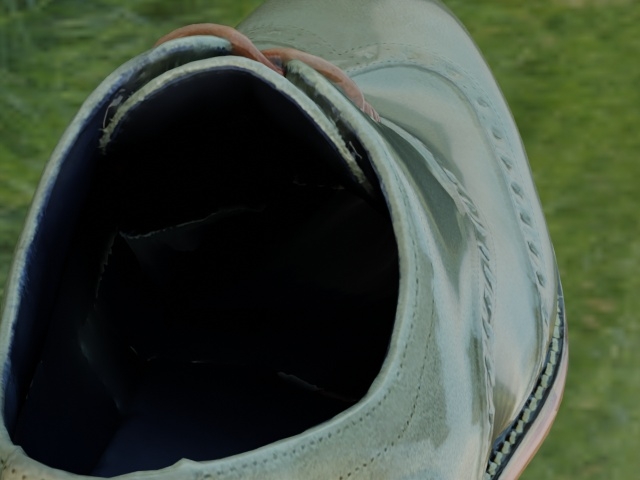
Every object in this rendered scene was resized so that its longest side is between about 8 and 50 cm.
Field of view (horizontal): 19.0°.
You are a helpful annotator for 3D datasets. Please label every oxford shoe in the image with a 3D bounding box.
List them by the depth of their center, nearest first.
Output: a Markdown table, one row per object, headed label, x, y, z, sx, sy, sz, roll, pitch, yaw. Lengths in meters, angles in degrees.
| label | x | y | z | sx | sy | sz | roll | pitch | yaw |
| --- | --- | --- | --- | --- | --- | --- | --- | --- | --- |
| oxford shoe | 0.000 | 0.000 | 0.510 | 0.397 | 0.141 | 0.146 | -80 | 171 | -58 |
